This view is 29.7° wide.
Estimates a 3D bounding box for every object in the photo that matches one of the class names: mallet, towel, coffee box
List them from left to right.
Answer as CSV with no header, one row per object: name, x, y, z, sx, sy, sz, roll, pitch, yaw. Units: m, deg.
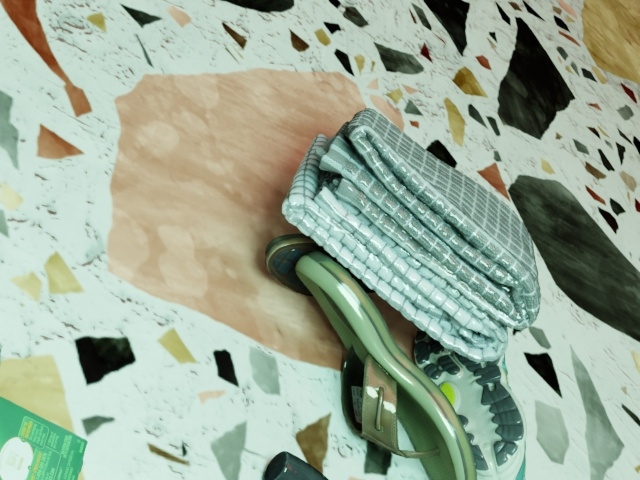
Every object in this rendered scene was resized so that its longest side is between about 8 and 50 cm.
coffee box,-0.273,0.164,0.916,0.184,0.040,0.113,32,38,-23
mallet,-0.027,0.283,1.082,0.062,0.039,0.190,32,44,-27
towel,0.109,-0.022,1.285,0.283,0.121,0.235,40,18,-5

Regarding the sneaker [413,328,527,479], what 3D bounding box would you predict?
sneaker,0.173,0.176,1.355,0.275,0.107,0.110,-95,165,-47

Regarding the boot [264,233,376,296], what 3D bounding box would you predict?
boot,0.000,0.000,1.343,0.219,0.082,0.106,9,37,-49

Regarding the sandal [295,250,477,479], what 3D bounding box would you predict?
sandal,0.054,0.151,1.240,0.086,0.120,0.303,-36,89,-17
